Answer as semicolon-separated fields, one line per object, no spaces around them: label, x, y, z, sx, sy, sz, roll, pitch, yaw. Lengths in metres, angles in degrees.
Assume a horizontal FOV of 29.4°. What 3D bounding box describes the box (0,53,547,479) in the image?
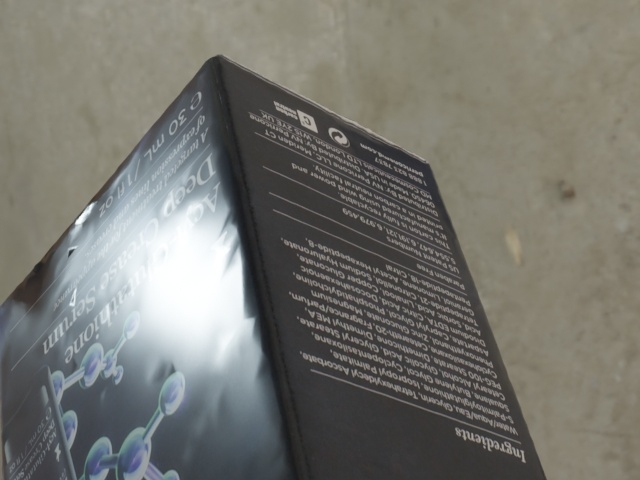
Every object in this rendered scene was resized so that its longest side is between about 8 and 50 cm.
box;-0.046;0.134;0.798;0.293;0.212;0.395;-45;40;28
